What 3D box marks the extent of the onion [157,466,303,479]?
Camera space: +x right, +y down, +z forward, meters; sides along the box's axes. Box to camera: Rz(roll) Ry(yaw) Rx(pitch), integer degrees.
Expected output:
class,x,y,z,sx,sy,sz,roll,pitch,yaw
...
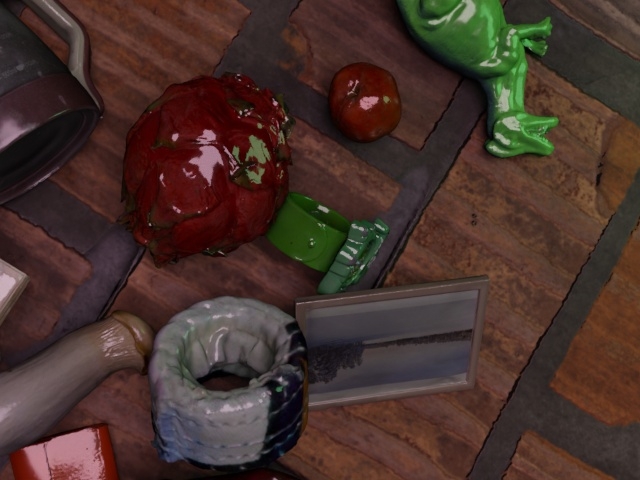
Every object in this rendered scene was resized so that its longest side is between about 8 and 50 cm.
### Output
class,x,y,z,sx,sy,sz,roll,pitch,yaw
onion,-0.123,0.530,1.210,0.398,0.398,0.420,-9,128,-11

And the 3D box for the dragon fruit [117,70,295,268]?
class,x,y,z,sx,sy,sz,roll,pitch,yaw
dragon fruit,-0.155,-0.088,1.243,0.244,0.244,0.299,28,106,-9

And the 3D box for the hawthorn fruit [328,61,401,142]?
class,x,y,z,sx,sy,sz,roll,pitch,yaw
hawthorn fruit,0.065,-0.209,1.354,0.128,0.128,0.128,0,88,-11

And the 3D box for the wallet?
class,x,y,z,sx,sy,sz,roll,pitch,yaw
wallet,-0.352,0.376,1.286,0.142,0.045,0.204,-13,91,-10

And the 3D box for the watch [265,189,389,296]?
class,x,y,z,sx,sy,sz,roll,pitch,yaw
watch,0.000,0.000,1.331,0.152,0.165,0.131,31,105,12

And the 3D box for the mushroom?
class,x,y,z,sx,sy,sz,roll,pitch,yaw
mushroom,-0.381,0.201,1.248,0.329,0.159,0.122,-29,99,-20

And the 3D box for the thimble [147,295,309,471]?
class,x,y,z,sx,sy,sz,roll,pitch,yaw
thimble,-0.130,0.197,1.235,0.237,0.237,0.150,-7,128,-11

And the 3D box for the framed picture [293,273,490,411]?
class,x,y,z,sx,sy,sz,roll,pitch,yaw
framed picture,0.103,0.156,1.339,0.289,0.016,0.213,-6,123,-11

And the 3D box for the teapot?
class,x,y,z,sx,sy,sz,roll,pitch,yaw
teapot,-0.452,-0.242,1.220,0.312,0.233,0.315,52,51,0

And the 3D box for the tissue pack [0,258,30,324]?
class,x,y,z,sx,sy,sz,roll,pitch,yaw
tissue pack,-0.550,0.028,1.127,0.325,0.071,0.170,33,79,-4

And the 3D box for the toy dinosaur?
class,x,y,z,sx,sy,sz,roll,pitch,yaw
toy dinosaur,0.138,-0.326,1.388,0.500,0.144,0.374,3,99,-8
